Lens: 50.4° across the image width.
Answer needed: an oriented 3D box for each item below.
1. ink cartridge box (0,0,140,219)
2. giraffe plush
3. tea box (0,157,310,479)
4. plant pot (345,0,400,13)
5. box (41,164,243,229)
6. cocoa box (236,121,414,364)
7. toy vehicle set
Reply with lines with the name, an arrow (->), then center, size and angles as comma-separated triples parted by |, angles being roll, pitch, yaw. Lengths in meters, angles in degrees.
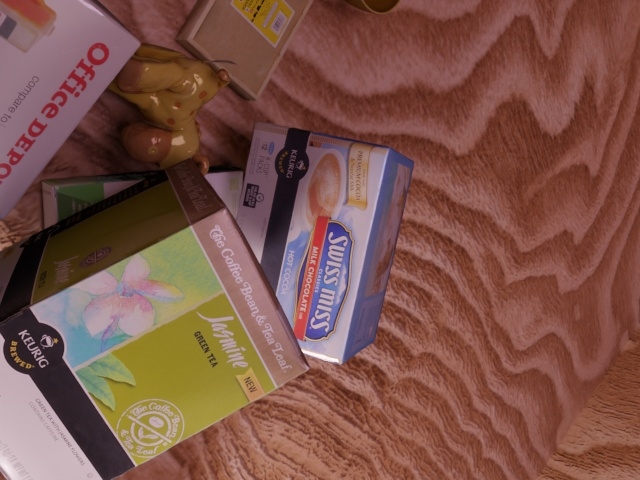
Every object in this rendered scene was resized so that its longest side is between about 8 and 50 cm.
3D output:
ink cartridge box -> -0.432, -0.238, 0.711 | 0.279, 0.160, 0.385 | -50, 134, 5
giraffe plush -> -0.229, -0.182, 0.979 | 0.210, 0.181, 0.170 | 1, 114, -27
tea box -> -0.232, 0.083, 0.823 | 0.323, 0.329, 0.220 | -28, 111, -7
plant pot -> 0.076, -0.478, 1.226 | 0.134, 0.095, 0.134 | -15, 113, -40
box -> -0.265, 0.008, 1.069 | 0.322, 0.058, 0.232 | -11, 109, -43
cocoa box -> 0.000, 0.000, 1.148 | 0.231, 0.228, 0.347 | -3, 105, -72
toy vehicle set -> -0.106, -0.387, 1.120 | 0.166, 0.035, 0.267 | 38, 75, -43
